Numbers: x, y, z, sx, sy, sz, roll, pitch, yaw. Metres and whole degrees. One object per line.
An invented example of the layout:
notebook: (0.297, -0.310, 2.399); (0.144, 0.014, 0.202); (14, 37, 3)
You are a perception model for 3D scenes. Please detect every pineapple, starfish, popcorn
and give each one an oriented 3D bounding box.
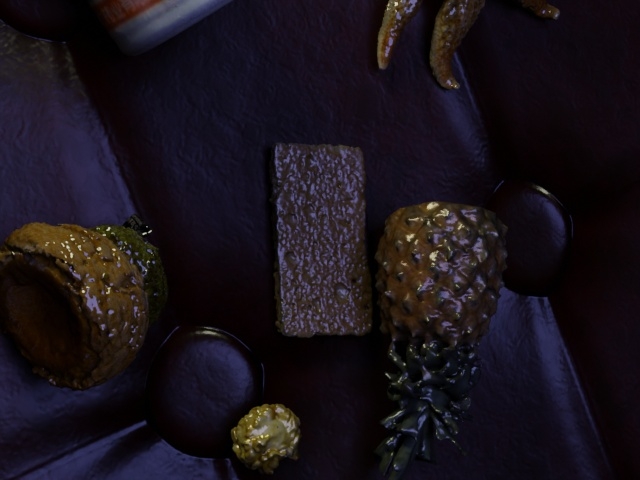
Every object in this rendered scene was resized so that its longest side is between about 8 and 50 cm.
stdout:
pineapple: (0.131, 0.131, 1.934); (0.169, 0.169, 0.340); (12, 80, -29)
starfish: (0.174, -0.369, 2.062); (0.375, 0.094, 0.327); (-42, 106, -23)
popcorn: (-0.058, 0.223, 1.866); (0.083, 0.057, 0.082); (36, 60, -18)

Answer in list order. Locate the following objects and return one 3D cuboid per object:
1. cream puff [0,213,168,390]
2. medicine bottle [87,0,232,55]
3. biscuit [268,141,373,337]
cream puff: (-0.232, 0.045, 1.734); (0.169, 0.183, 0.183); (-32, 100, -42)
medicine bottle: (-0.218, -0.402, 1.767); (0.211, 0.211, 0.371); (-38, 103, -29)
biscuit: (0.000, 0.000, 1.948); (0.131, 0.025, 0.230); (2, 83, -29)
